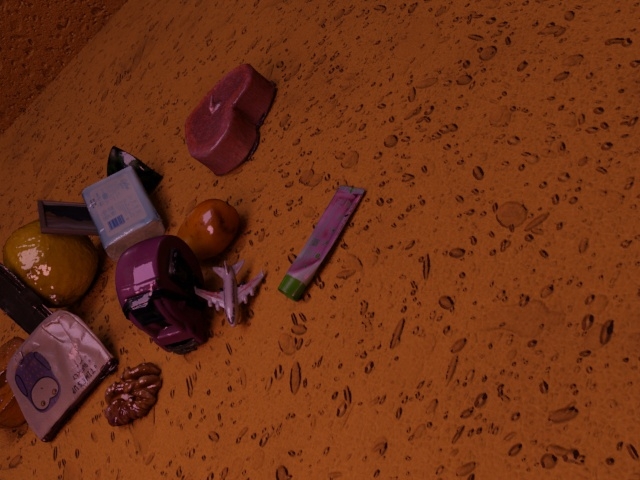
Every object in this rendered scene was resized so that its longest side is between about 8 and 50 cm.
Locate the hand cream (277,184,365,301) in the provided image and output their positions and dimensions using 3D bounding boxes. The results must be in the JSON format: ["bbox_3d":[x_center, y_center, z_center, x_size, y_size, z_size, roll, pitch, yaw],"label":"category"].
[{"bbox_3d":[-0.001,-0.001,1.428,0.079,0.050,0.275,26,76,26],"label":"hand cream"}]

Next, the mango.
[{"bbox_3d":[-0.292,-0.019,1.678,0.219,0.112,0.144,-33,47,31],"label":"mango"}]

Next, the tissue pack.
[{"bbox_3d":[-0.574,-0.082,1.963,0.177,0.089,0.263,-29,51,-9],"label":"tissue pack"}]

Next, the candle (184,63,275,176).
[{"bbox_3d":[-0.281,-0.346,1.896,0.287,0.131,0.316,2,63,49],"label":"candle"}]

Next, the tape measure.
[{"bbox_3d":[-0.350,0.111,1.549,0.149,0.245,0.231,-16,52,18],"label":"tape measure"}]

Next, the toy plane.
[{"bbox_3d":[-0.200,0.121,1.509,0.162,0.065,0.171,-15,60,5],"label":"toy plane"}]

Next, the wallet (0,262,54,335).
[{"bbox_3d":[-0.836,0.197,1.918,0.169,0.317,0.044,-45,3,44],"label":"wallet"}]

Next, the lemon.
[{"bbox_3d":[-0.806,0.070,2.027,0.268,0.268,0.322,-48,56,8],"label":"lemon"}]

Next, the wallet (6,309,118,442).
[{"bbox_3d":[-0.701,0.347,1.795,0.335,0.068,0.275,-47,67,10],"label":"wallet"}]

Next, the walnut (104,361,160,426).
[{"bbox_3d":[-0.455,0.362,1.602,0.170,0.069,0.143,-41,39,12],"label":"walnut"}]

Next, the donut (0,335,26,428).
[{"bbox_3d":[-0.902,0.426,1.981,0.278,0.108,0.277,-25,47,31],"label":"donut"}]

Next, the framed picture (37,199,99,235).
[{"bbox_3d":[-0.711,-0.066,2.040,0.192,0.266,0.018,50,131,51],"label":"framed picture"}]

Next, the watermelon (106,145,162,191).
[{"bbox_3d":[-0.605,-0.189,2.130,0.193,0.137,0.145,33,86,10],"label":"watermelon"}]
